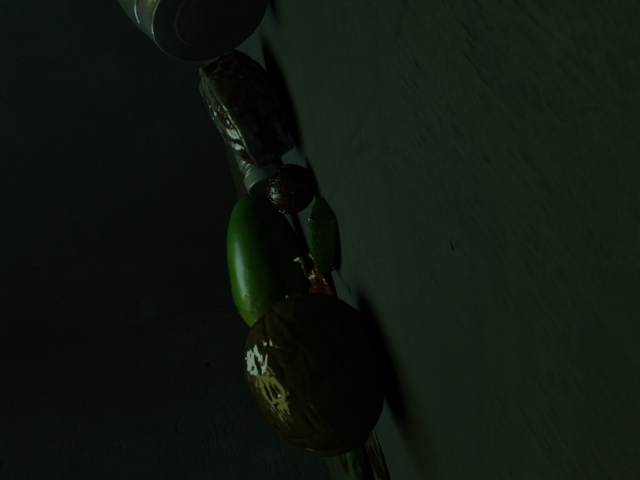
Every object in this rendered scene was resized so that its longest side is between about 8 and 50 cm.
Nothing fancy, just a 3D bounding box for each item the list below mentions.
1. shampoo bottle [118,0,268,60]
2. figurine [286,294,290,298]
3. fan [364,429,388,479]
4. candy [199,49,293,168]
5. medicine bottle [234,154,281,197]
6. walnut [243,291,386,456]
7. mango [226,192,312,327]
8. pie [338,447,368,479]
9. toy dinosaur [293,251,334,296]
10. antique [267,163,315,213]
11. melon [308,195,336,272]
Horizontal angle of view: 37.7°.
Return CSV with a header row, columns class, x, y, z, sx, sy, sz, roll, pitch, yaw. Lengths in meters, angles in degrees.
class,x,y,z,sx,sy,sz,roll,pitch,yaw
shampoo bottle,-0.247,-0.495,1.735,0.266,0.273,0.273,60,167,26
figurine,-0.021,0.222,2.257,0.184,0.128,0.208,-136,34,-70
fan,0.137,0.541,2.239,0.229,0.011,0.334,-156,50,-80
candy,-0.156,-0.283,1.991,0.289,0.157,0.214,57,178,42
medicine bottle,-0.158,-0.203,2.366,0.105,0.105,0.168,90,162,-65
walnut,-0.008,0.253,1.754,0.313,0.252,0.277,59,167,23
mango,-0.136,0.057,2.398,0.201,0.225,0.381,-20,79,42
pie,0.065,0.529,2.517,0.302,0.067,0.302,163,90,-82
toy dinosaur,-0.003,0.093,2.103,0.142,0.057,0.212,60,172,6
antique,-0.061,-0.102,1.914,0.104,0.104,0.104,163,90,-82
melon,0.001,0.000,1.895,0.261,0.053,0.114,87,172,-60
